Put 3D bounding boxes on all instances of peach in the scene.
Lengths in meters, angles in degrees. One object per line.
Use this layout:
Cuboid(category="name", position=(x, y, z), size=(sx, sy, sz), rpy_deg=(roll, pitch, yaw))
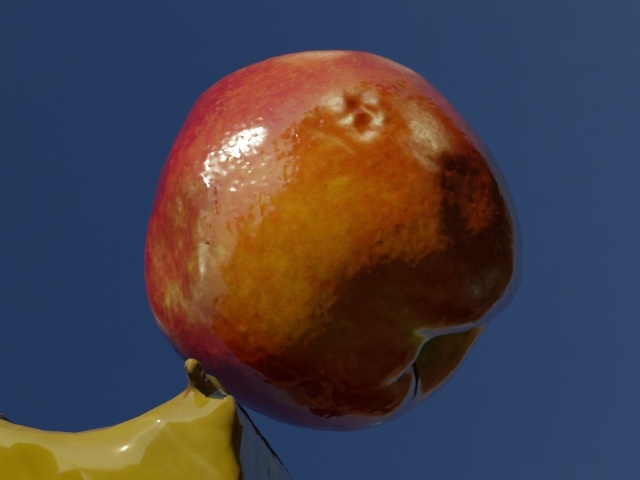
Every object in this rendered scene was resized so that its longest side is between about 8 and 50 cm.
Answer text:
Cuboid(category="peach", position=(0.000, 0.000, 1.044), size=(0.243, 0.243, 0.199), rpy_deg=(-60, -13, -28))

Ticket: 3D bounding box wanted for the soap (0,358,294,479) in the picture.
Cuboid(category="soap", position=(-0.079, 0.232, 0.638), size=(0.335, 0.156, 0.293), rpy_deg=(69, -156, -62))
